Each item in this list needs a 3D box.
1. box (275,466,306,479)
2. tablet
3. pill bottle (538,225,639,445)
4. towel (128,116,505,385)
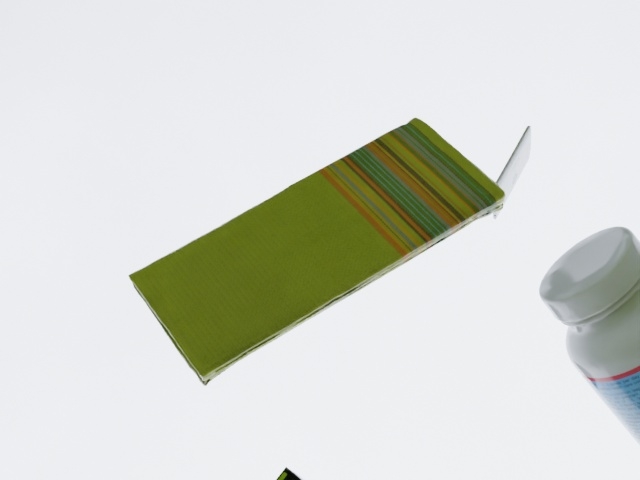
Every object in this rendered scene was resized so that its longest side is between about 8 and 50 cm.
[{"bbox_3d":[-0.027,0.362,1.053,0.184,0.045,0.191,32,-100,39],"label":"box"},{"bbox_3d":[0.185,-0.065,0.991,0.006,0.054,0.083,22,-116,22],"label":"tablet"},{"bbox_3d":[0.205,0.072,0.616,0.087,0.087,0.160,-42,-77,-3],"label":"pill bottle"},{"bbox_3d":[0.000,0.000,0.678,0.237,0.021,0.102,-30,-128,-17],"label":"towel"}]
